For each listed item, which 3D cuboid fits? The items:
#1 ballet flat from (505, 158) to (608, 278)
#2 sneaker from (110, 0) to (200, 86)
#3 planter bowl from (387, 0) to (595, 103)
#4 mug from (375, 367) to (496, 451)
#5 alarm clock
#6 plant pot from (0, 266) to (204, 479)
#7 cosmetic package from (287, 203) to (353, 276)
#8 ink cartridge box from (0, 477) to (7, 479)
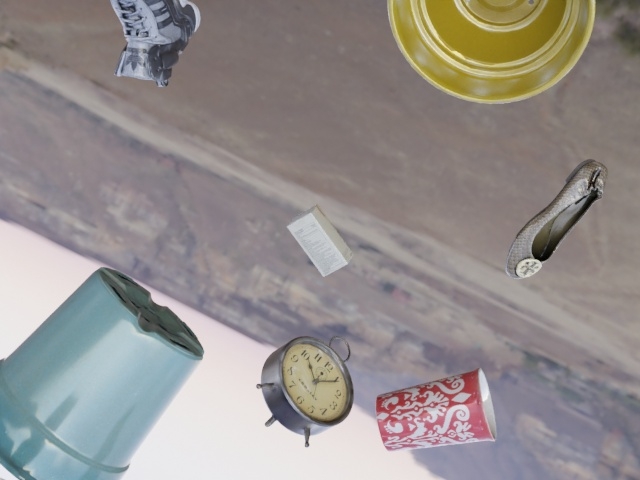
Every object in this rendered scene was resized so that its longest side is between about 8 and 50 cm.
[{"bbox_3d":[0.408,-0.028,1.922,0.084,0.250,0.058,22,-159,-44],"label":"ballet flat"},{"bbox_3d":[-0.276,-0.329,1.715,0.101,0.153,0.268,11,171,23],"label":"sneaker"},{"bbox_3d":[0.187,-0.264,1.209,0.217,0.217,0.090,27,-146,1],"label":"planter bowl"},{"bbox_3d":[0.184,0.284,1.763,0.169,0.113,0.150,-13,130,13],"label":"mug"},{"bbox_3d":[-0.011,0.191,1.545,0.129,0.192,0.064,52,133,-4],"label":"alarm clock"},{"bbox_3d":[-0.409,0.250,2.033,0.341,0.334,0.341,40,-176,-3],"label":"plant pot"},{"bbox_3d":[0.000,0.000,1.988,0.115,0.060,0.041,55,-150,-12],"label":"cosmetic package"},{"bbox_3d":[-0.571,0.444,1.540,0.121,0.211,0.289,33,131,-28],"label":"ink cartridge box"}]
